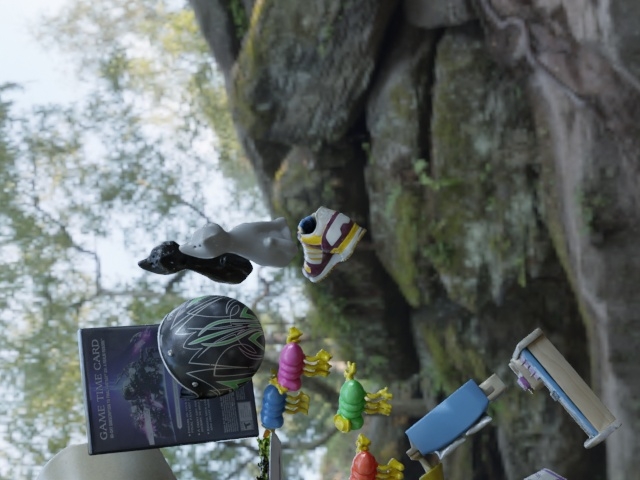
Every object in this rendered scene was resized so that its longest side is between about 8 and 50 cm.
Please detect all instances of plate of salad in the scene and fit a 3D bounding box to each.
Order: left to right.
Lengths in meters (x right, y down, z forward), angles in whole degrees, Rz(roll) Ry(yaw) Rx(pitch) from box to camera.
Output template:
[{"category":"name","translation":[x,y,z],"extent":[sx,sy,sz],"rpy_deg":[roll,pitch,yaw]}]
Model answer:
[{"category":"plate of salad","translation":[-0.095,0.439,1.887],"extent":[0.200,0.048,0.200],"rpy_deg":[179,90,-90]}]

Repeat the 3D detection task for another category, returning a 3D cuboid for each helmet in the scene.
[{"category":"helmet","translation":[-0.167,0.160,1.555],"extent":[0.161,0.169,0.169],"rpy_deg":[130,151,-63]}]

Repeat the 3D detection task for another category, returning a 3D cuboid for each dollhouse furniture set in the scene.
[{"category":"dollhouse furniture set","translation":[0.306,0.332,1.730],"extent":[0.198,0.303,0.286],"rpy_deg":[52,177,16]}]

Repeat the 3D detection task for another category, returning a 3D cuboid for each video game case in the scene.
[{"category":"video game case","translation":[-0.238,0.228,1.630],"extent":[0.274,0.026,0.196],"rpy_deg":[-1,-107,-25]}]

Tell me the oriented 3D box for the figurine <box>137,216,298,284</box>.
[{"category":"figurine","translation":[-0.182,0.019,1.802],"extent":[0.209,0.215,0.092],"rpy_deg":[0,-104,-42]}]

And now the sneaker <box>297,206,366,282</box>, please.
[{"category":"sneaker","translation":[0.000,0.000,1.521],"extent":[0.084,0.185,0.069],"rpy_deg":[37,-119,-5]}]

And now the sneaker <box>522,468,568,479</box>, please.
[{"category":"sneaker","translation":[0.449,0.527,1.787],"extent":[0.282,0.161,0.102],"rpy_deg":[53,169,13]}]

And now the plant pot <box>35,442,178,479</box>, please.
[{"category":"plant pot","translation":[-0.313,0.484,1.625],"extent":[0.305,0.334,0.334],"rpy_deg":[57,180,42]}]

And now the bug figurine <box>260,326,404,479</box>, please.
[{"category":"bug figurine","translation":[-0.001,0.255,1.510],"extent":[0.072,0.279,0.216],"rpy_deg":[-27,-46,-38]}]
